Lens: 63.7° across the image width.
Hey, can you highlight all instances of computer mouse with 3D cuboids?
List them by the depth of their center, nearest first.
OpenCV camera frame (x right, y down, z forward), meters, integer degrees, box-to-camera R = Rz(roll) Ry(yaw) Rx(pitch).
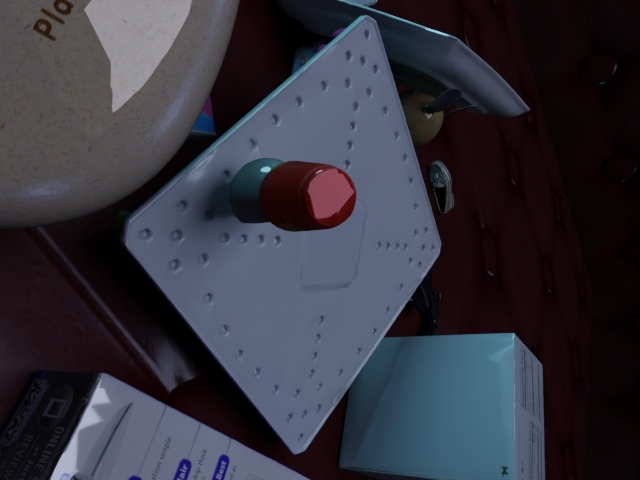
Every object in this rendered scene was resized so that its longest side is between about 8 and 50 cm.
[{"bbox_3d":[0.176,0.113,0.986,0.262,0.060,0.184,60,34,-45],"label":"computer mouse"}]

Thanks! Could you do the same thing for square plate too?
[{"bbox_3d":[0.132,-0.292,0.833,0.347,0.344,0.049,4,115,-54],"label":"square plate"}]

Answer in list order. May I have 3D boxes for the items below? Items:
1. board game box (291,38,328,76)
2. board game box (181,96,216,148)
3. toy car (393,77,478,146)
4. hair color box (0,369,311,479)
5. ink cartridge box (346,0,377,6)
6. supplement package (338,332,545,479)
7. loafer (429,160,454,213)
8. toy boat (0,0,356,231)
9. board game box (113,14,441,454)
[{"bbox_3d":[0.008,-0.172,0.810,0.194,0.060,0.194,48,49,-41],"label":"board game box"},{"bbox_3d":[-0.226,-0.242,0.468,0.224,0.097,0.303,-6,88,-54],"label":"board game box"},{"bbox_3d":[0.128,-0.198,0.765,0.155,0.188,0.149,-3,90,-56],"label":"toy car"},{"bbox_3d":[-0.136,0.271,0.466,0.339,0.110,0.185,49,47,-39],"label":"hair color box"},{"bbox_3d":[0.044,-0.558,0.849,0.303,0.072,0.307,-68,142,-58],"label":"ink cartridge box"},{"bbox_3d":[0.185,0.263,0.782,0.145,0.262,0.204,40,51,-44],"label":"supplement package"},{"bbox_3d":[0.281,-0.122,1.198,0.039,0.045,0.125,-41,118,-43],"label":"loafer"},{"bbox_3d":[-0.120,-0.098,0.365,0.318,0.148,0.267,35,79,-27],"label":"toy boat"},{"bbox_3d":[0.000,0.000,0.633,0.390,0.050,0.390,-49,132,-28],"label":"board game box"}]
